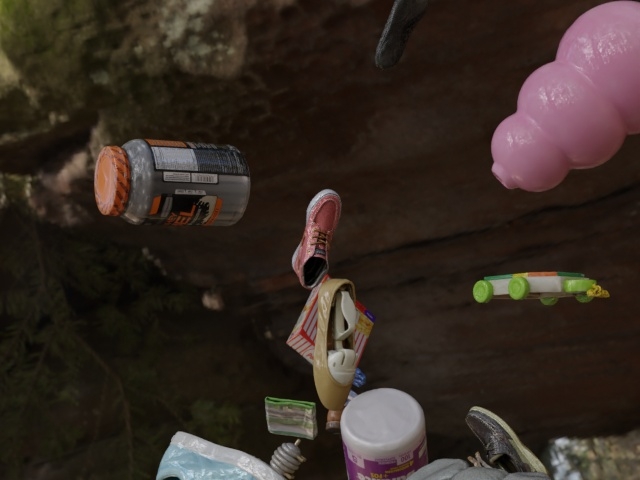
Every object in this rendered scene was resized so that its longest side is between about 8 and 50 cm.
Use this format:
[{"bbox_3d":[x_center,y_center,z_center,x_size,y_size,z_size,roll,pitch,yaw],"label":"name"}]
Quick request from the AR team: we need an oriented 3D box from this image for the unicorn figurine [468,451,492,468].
[{"bbox_3d":[0.396,0.555,2.128,0.060,0.111,0.162,-40,1,43],"label":"unicorn figurine"}]

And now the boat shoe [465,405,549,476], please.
[{"bbox_3d":[0.267,0.308,1.322,0.049,0.152,0.056,-31,-31,-31],"label":"boat shoe"}]

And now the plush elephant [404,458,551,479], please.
[{"bbox_3d":[0.219,0.436,1.258,0.255,0.330,0.272,-49,21,-17],"label":"plush elephant"}]

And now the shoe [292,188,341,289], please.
[{"bbox_3d":[0.000,0.000,1.641,0.063,0.081,0.178,13,-67,-21],"label":"shoe"}]

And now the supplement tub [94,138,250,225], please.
[{"bbox_3d":[-0.335,-0.129,2.037,0.315,0.194,0.193,0,-28,-31],"label":"supplement tub"}]

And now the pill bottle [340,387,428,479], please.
[{"bbox_3d":[0.137,0.464,1.846,0.169,0.169,0.302,-17,-54,-11],"label":"pill bottle"}]

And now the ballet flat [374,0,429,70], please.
[{"bbox_3d":[0.137,-0.375,1.552,0.057,0.173,0.049,28,1,-14],"label":"ballet flat"}]

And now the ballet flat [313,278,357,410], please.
[{"bbox_3d":[0.030,0.177,1.564,0.080,0.232,0.073,8,-18,-34],"label":"ballet flat"}]

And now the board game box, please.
[{"bbox_3d":[0.026,0.184,1.849,0.045,0.146,0.193,-39,16,38],"label":"board game box"}]

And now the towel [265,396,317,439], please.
[{"bbox_3d":[-0.064,0.388,1.956,0.113,0.023,0.152,5,-36,5],"label":"towel"}]

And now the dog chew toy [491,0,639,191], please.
[{"bbox_3d":[0.398,-0.206,1.376,0.332,0.207,0.206,-42,-22,6],"label":"dog chew toy"}]

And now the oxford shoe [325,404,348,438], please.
[{"bbox_3d":[0.074,0.443,2.187,0.076,0.076,0.212,-6,-26,18],"label":"oxford shoe"}]

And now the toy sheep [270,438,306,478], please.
[{"bbox_3d":[-0.094,0.622,2.563,0.132,0.091,0.091,-54,-20,-5],"label":"toy sheep"}]

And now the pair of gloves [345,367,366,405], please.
[{"bbox_3d":[0.058,0.352,2.248,0.023,0.159,0.198,-49,-41,-34],"label":"pair of gloves"}]

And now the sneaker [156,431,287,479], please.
[{"bbox_3d":[-0.215,0.538,1.969,0.365,0.150,0.135,5,-33,42],"label":"sneaker"}]

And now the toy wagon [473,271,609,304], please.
[{"bbox_3d":[0.563,0.119,2.242,0.267,0.068,0.344,4,-9,-35],"label":"toy wagon"}]
